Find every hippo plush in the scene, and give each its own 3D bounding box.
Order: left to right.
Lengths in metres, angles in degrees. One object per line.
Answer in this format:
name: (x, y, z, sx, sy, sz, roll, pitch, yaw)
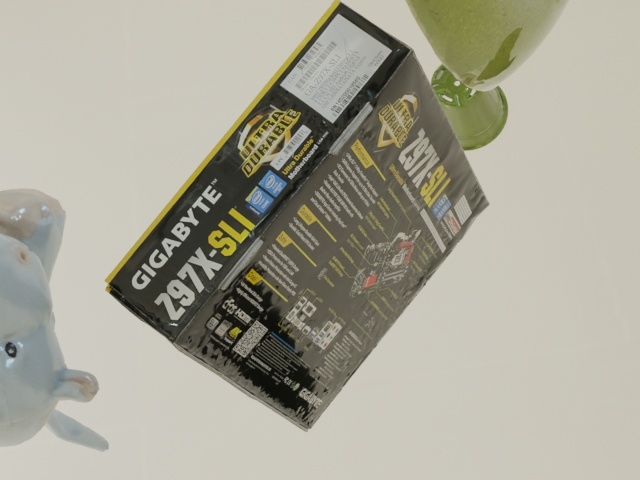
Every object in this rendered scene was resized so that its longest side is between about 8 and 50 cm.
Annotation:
hippo plush: (-0.310, 0.092, 1.192, 0.236, 0.234, 0.294, -140, 41, -76)

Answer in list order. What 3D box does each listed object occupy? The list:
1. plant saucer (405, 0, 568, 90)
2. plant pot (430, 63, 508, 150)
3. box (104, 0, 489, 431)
plant saucer: (0.057, -0.177, 0.524, 0.241, 0.037, 0.241, -8, -90, -67)
plant pot: (0.138, -0.140, 1.397, 0.079, 0.083, 0.083, 51, -152, -68)
box: (0.000, 0.000, 1.093, 0.079, 0.257, 0.322, 35, 175, 24)
